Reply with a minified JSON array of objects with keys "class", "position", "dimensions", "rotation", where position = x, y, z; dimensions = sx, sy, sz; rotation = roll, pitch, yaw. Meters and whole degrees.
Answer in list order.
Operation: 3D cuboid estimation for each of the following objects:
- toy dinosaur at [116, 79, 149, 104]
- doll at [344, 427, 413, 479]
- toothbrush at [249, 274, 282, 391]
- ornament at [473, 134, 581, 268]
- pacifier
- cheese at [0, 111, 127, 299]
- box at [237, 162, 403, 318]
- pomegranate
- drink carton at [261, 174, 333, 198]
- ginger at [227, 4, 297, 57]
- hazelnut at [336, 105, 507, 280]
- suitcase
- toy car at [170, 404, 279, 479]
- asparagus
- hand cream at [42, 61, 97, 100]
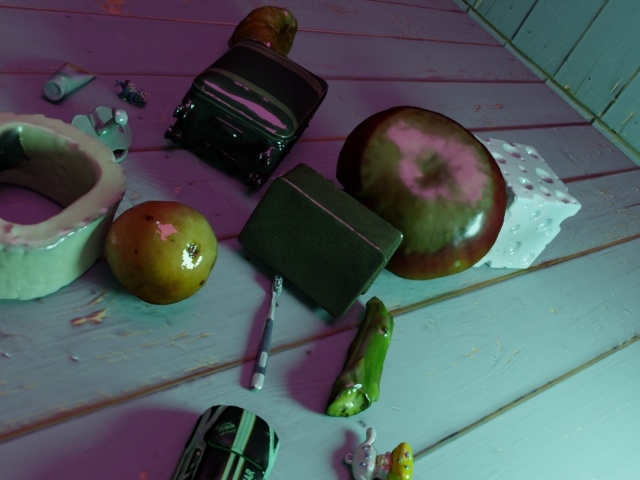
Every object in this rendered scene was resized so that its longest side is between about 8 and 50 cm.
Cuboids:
[{"class":"toy dinosaur","position":[-0.440,-0.347,1.661],"dimensions":[0.083,0.047,0.031],"rotation":[27,38,-7]},{"class":"doll","position":[0.097,0.373,1.195],"dimensions":[0.113,0.072,0.135],"rotation":[-4,40,-14]},{"class":"toothbrush","position":[-0.097,0.164,1.324],"dimensions":[0.024,0.026,0.288],"rotation":[17,39,-6]},{"class":"ornament","position":[0.461,-0.095,1.834],"dimensions":[0.239,0.240,0.239],"rotation":[3,45,-33]},{"class":"pacifier","position":[-0.437,-0.228,1.474],"dimensions":[0.150,0.116,0.127],"rotation":[-33,94,-54]},{"class":"cheese","position":[-0.505,-0.065,1.201],"dimensions":[0.292,0.153,0.332],"rotation":[29,35,-3]},{"class":"box","position":[0.001,-0.001,1.435],"dimensions":[0.273,0.184,0.143],"rotation":[37,27,6]},{"class":"pomegranate","position":[-0.277,0.016,1.235],"dimensions":[0.191,0.191,0.191],"rotation":[19,38,-16]},{"class":"drink carton","position":[-0.067,-0.106,1.611],"dimensions":[0.200,0.084,0.074],"rotation":[-4,17,-39]},{"class":"ginger","position":[-0.169,-0.554,2.011],"dimensions":[0.165,0.172,0.321],"rotation":[59,26,-28]},{"class":"hazelnut","position":[0.212,-0.097,1.607],"dimensions":[0.359,0.359,0.409],"rotation":[-18,56,-46]},{"class":"suitcase","position":[-0.163,-0.325,1.711],"dimensions":[0.283,0.194,0.434],"rotation":[30,35,-1]},{"class":"toy car","position":[-0.140,0.346,0.999],"dimensions":[0.136,0.125,0.306],"rotation":[27,38,-5]},{"class":"asparagus","position":[0.090,0.213,1.358],"dimensions":[0.085,0.082,0.343],"rotation":[1,29,21]},{"class":"hand cream","position":[-0.568,-0.363,1.601],"dimensions":[0.076,0.047,0.174],"rotation":[24,28,-7]}]
